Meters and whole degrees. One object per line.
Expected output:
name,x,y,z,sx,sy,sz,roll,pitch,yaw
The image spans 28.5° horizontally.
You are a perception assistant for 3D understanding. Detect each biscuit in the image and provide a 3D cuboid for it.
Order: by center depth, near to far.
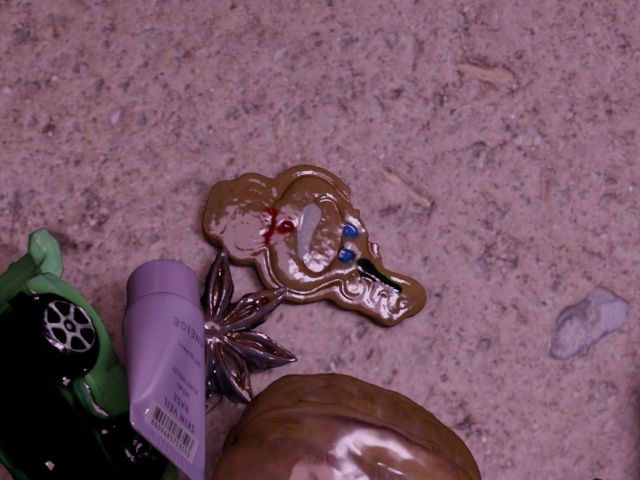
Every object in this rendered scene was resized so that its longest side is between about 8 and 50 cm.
biscuit,-0.002,0.009,1.681,0.320,0.047,0.183,39,75,1

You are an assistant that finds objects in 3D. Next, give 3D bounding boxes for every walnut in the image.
walnut,0.036,0.320,1.480,0.344,0.306,0.306,24,73,2

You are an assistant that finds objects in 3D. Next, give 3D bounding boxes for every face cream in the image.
face cream,-0.181,0.145,1.463,0.096,0.154,0.273,-22,43,12

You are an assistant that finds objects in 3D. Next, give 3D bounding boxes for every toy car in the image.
toy car,-0.311,0.182,1.508,0.213,0.176,0.358,-38,90,27

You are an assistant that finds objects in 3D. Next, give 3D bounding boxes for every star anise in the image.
star anise,-0.145,0.137,1.601,0.230,0.081,0.262,17,62,-5

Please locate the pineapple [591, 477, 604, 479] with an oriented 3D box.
pineapple,0.376,0.373,1.643,0.058,0.058,0.124,-29,86,-15
